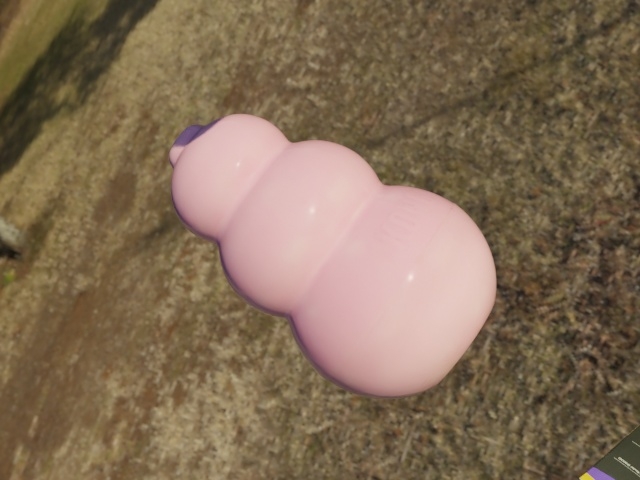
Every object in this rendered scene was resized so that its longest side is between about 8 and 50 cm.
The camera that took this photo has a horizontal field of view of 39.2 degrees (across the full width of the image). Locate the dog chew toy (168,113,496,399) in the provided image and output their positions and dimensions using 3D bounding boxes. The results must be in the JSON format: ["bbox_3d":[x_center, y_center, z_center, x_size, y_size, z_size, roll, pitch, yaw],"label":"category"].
[{"bbox_3d":[0.000,0.000,0.857,0.206,0.332,0.206,-54,-3,-4],"label":"dog chew toy"}]

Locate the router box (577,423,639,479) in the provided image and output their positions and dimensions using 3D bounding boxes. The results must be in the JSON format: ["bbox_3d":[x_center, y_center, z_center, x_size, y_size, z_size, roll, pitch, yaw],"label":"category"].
[{"bbox_3d":[0.292,0.266,0.804,0.081,0.243,0.309,38,139,33],"label":"router box"}]
